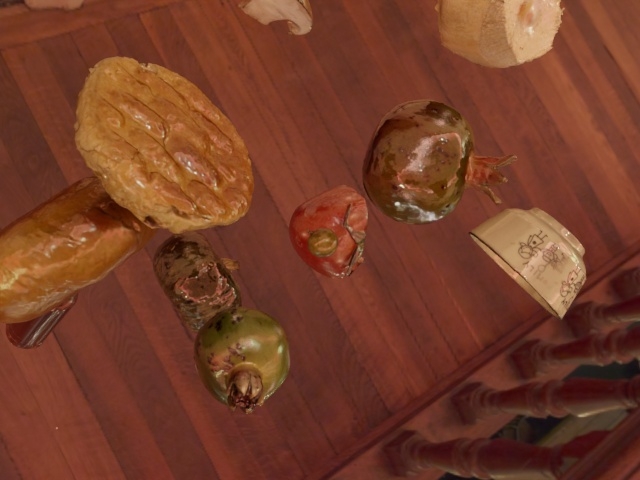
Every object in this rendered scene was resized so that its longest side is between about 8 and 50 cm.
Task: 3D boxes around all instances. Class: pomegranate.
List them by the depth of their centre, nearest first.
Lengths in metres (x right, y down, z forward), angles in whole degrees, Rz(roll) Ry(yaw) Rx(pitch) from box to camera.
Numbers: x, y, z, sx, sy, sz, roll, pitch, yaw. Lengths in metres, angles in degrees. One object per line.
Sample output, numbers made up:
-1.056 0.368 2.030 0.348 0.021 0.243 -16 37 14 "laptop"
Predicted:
-0.133 0.226 1.138 0.179 0.179 0.211 -3 50 -23 "pomegranate"
0.259 -0.170 1.453 0.323 0.291 0.291 12 70 -2 "pomegranate"

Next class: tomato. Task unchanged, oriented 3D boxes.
-0.005 -0.029 1.895 0.170 0.309 0.309 0 74 -40 "tomato"

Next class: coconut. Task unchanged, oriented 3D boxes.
0.426 -0.579 1.567 0.297 0.254 0.297 -15 120 -29 "coconut"

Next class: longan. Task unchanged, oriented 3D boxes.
0.000 0.000 1.449 0.083 0.075 0.075 43 64 -3 "longan"

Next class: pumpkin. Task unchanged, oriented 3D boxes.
-0.337 0.100 1.832 0.242 0.232 0.325 -35 83 -21 "pumpkin"

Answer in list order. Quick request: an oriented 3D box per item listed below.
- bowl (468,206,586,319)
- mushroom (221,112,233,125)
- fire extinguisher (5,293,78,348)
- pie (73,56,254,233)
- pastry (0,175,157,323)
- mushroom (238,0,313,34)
0.405 0.024 1.207 0.237 0.238 0.126 42 96 -6 "bowl"
-0.329 -0.252 1.745 0.207 0.207 0.215 19 35 -16 "mushroom"
-0.617 0.144 1.426 0.104 0.269 0.105 26 43 -28 "fire extinguisher"
-0.238 -0.149 1.014 0.339 0.083 0.340 36 32 -28 "pie"
-0.438 0.010 1.095 0.356 0.356 0.164 -38 109 -27 "pastry"
-0.120 -0.665 1.676 0.285 0.156 0.151 21 65 -48 "mushroom"
